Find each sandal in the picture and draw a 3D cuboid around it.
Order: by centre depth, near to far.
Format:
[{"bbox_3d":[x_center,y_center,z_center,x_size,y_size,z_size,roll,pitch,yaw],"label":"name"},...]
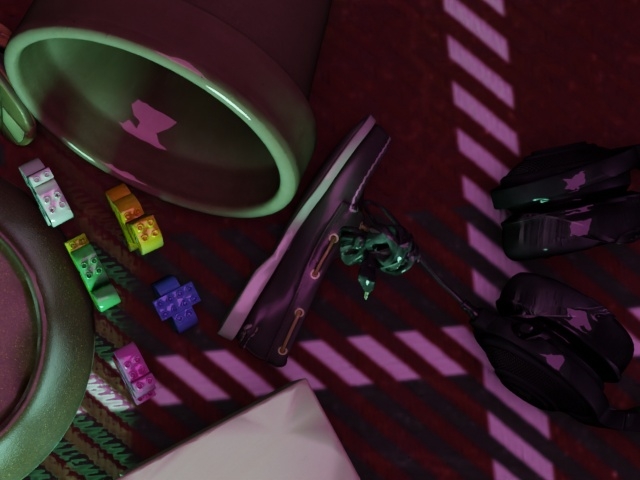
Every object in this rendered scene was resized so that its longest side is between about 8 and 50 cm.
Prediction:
[{"bbox_3d":[-0.286,-0.167,1.647,0.049,0.072,0.180,-29,84,-26],"label":"sandal"}]

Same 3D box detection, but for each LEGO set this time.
[{"bbox_3d":[-0.161,0.022,1.609,0.087,0.093,0.227,-28,98,-12],"label":"LEGO set"}]

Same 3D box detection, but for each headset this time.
[{"bbox_3d":[0.208,0.029,1.603,0.394,0.185,0.243,9,85,-15],"label":"headset"}]

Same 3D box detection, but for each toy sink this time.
[{"bbox_3d":[-0.085,0.235,1.598,0.234,0.131,0.153,-29,89,-10],"label":"toy sink"}]

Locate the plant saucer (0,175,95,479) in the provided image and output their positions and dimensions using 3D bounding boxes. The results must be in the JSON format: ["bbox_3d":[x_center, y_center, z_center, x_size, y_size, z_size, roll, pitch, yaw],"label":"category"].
[{"bbox_3d":[-0.348,0.080,1.632,0.310,0.050,0.311,0,87,-3],"label":"plant saucer"}]

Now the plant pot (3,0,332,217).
[{"bbox_3d":[-0.094,-0.180,1.587,0.263,0.263,0.229,27,66,-2],"label":"plant pot"}]

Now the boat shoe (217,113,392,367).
[{"bbox_3d":[0.000,0.000,1.646,0.068,0.081,0.228,33,92,-4],"label":"boat shoe"}]
